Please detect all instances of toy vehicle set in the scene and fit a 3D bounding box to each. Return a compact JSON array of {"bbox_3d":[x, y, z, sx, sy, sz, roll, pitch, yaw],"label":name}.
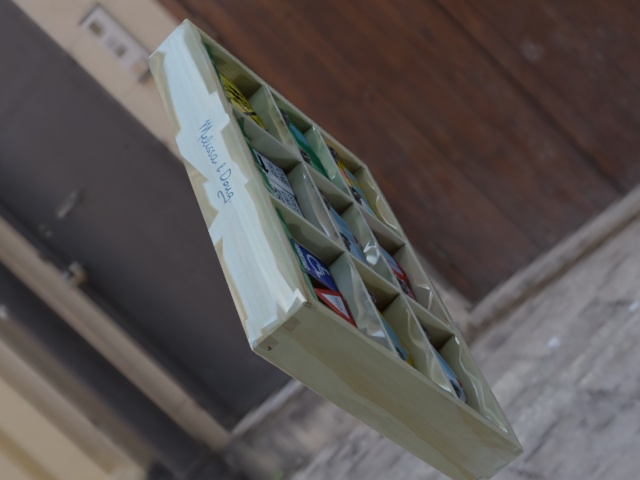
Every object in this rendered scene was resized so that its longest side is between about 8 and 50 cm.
[{"bbox_3d":[0.000,0.000,0.769,0.035,0.166,0.267,-43,38,14],"label":"toy vehicle set"}]
